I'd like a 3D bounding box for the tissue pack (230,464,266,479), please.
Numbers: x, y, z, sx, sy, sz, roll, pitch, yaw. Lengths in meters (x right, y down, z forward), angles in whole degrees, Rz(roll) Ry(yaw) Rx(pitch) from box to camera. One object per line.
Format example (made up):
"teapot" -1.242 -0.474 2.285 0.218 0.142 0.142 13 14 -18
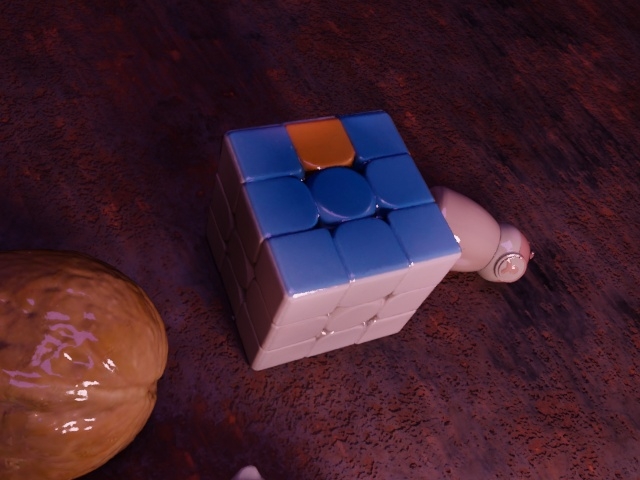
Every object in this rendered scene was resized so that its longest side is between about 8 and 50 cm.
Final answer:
"tissue pack" -0.032 0.438 0.802 0.333 0.229 0.236 19 56 -4

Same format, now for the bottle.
"bottle" 0.293 0.003 1.235 0.237 0.147 0.147 22 55 -11

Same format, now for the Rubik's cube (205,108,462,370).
"Rubik's cube" 0.000 0.000 1.054 0.290 0.291 0.291 -13 62 -23

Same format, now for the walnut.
"walnut" -0.374 0.160 0.850 0.333 0.333 0.332 8 57 -12
